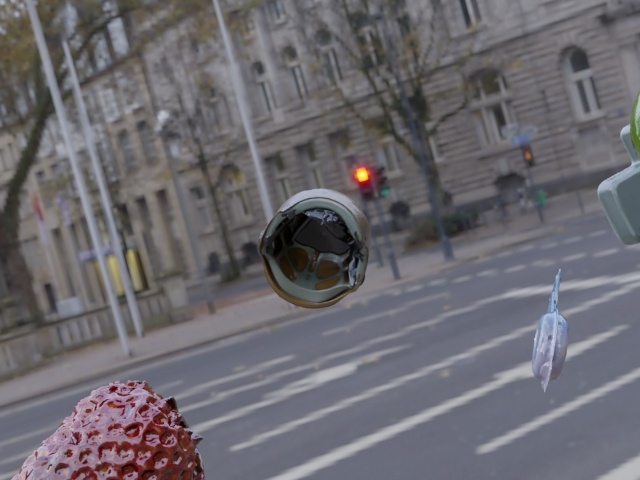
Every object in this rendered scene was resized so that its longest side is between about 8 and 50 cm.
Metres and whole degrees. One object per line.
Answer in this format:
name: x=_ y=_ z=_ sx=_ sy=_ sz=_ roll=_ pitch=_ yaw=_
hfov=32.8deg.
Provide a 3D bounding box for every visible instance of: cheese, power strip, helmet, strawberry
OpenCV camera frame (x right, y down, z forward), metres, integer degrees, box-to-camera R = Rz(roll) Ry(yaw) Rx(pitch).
cheese: x=0.411 y=0.167 z=1.934 sx=0.052 sy=0.135 sz=0.244 roll=11 pitch=40 yaw=7
power strip: x=0.612 y=-0.128 z=1.955 sx=0.265 sy=0.193 sz=0.059 roll=-27 pitch=3 yaw=-18
helmet: x=0.000 y=0.000 z=1.917 sx=0.198 sy=0.224 sz=0.130 roll=23 pitch=38 yaw=4
strawberry: x=-0.260 y=0.272 z=1.236 sx=0.244 sy=0.205 sz=0.205 roll=-22 pitch=5 yaw=-36

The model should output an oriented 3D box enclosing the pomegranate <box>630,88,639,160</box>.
pomegranate: x=0.534 y=-0.177 z=1.384 sx=0.236 sy=0.301 sz=0.236 roll=23 pitch=16 yaw=-7
